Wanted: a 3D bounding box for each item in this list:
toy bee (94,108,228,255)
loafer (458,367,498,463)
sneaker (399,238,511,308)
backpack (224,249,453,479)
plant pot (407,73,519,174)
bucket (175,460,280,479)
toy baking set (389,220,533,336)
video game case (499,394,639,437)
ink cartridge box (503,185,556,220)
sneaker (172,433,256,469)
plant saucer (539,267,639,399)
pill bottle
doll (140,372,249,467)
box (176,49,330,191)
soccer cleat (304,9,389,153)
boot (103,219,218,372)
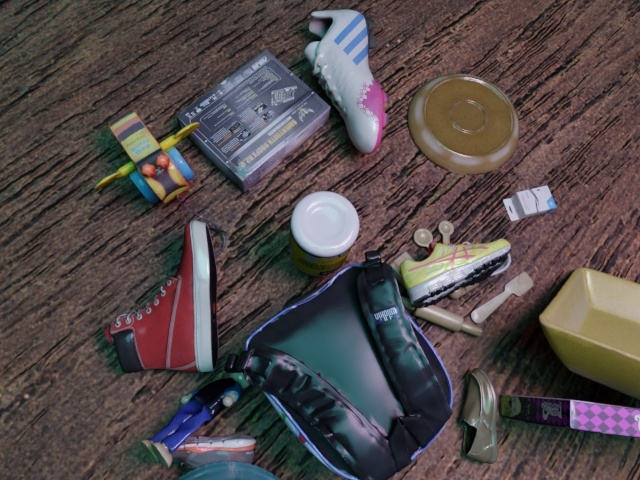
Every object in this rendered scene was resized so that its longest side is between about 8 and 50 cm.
[{"bbox_3d":[-0.268,-0.130,0.797,0.298,0.162,0.195,31,75,8],"label":"toy bee"},{"bbox_3d":[0.254,0.283,0.762,0.050,0.056,0.148,2,72,-11],"label":"loafer"},{"bbox_3d":[0.230,0.032,0.806,0.208,0.081,0.094,-21,59,-14],"label":"sneaker"},{"bbox_3d":[0.048,0.203,0.693,0.276,0.213,0.263,-35,70,-8],"label":"backpack"},{"bbox_3d":[0.296,-0.246,0.953,0.236,0.032,0.236,2,72,-5],"label":"plant pot"},{"bbox_3d":[-0.124,0.433,0.593,0.281,0.183,0.281,1,84,-9],"label":"bucket"},{"bbox_3d":[0.253,0.069,0.846,0.256,0.030,0.197,26,72,4],"label":"toy baking set"},{"bbox_3d":[0.424,0.266,0.701,0.232,0.210,0.042,8,74,-2],"label":"video game case"},{"bbox_3d":[0.402,-0.071,0.905,0.083,0.028,0.048,-13,73,-9],"label":"ink cartridge box"},{"bbox_3d":[-0.177,0.334,0.710,0.158,0.061,0.065,-1,79,-4],"label":"sneaker"},{"bbox_3d":[0.515,0.162,0.687,0.333,0.333,0.081,21,113,32],"label":"plant saucer"},{"bbox_3d":[0.000,0.000,0.766,0.103,0.184,0.103,1,72,-4],"label":"pill bottle"},{"bbox_3d":[-0.177,0.251,0.709,0.189,0.129,0.046,-36,105,-42],"label":"doll"},{"bbox_3d":[-0.124,-0.233,0.900,0.183,0.056,0.231,44,74,9],"label":"box"},{"bbox_3d":[0.040,-0.310,0.908,0.143,0.116,0.331,2,64,-14],"label":"soccer cleat"},{"bbox_3d":[-0.257,0.089,0.752,0.176,0.088,0.244,0,87,-2],"label":"boot"}]
